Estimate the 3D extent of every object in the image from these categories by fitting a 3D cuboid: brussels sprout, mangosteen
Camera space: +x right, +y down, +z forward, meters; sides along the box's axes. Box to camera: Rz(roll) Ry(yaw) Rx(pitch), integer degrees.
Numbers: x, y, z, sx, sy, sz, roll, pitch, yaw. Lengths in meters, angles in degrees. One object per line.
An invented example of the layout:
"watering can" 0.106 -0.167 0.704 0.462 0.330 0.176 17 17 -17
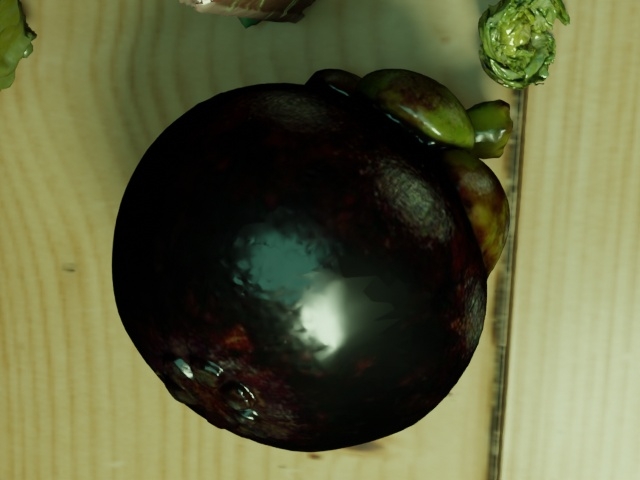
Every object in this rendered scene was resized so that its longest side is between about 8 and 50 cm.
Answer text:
"brussels sprout" 0.160 -0.161 0.861 0.085 0.058 0.085 -5 103 -21
"mangosteen" -0.013 0.000 0.817 0.297 0.297 0.313 1 67 12

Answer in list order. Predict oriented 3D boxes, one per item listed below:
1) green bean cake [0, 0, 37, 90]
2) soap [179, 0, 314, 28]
"green bean cake" -0.322 -0.283 0.858 0.202 0.285 0.310 17 79 32
"soap" -0.015 -0.241 0.770 0.218 0.273 0.098 -34 92 15
